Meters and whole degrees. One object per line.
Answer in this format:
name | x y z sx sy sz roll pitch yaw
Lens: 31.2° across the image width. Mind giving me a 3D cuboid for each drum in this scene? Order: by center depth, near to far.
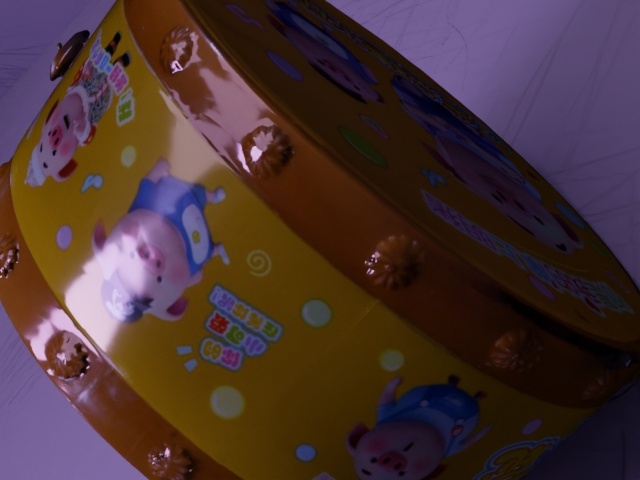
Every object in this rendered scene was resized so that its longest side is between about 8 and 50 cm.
drum | 0.000 0.000 0.780 0.214 0.431 0.431 -50 30 19
